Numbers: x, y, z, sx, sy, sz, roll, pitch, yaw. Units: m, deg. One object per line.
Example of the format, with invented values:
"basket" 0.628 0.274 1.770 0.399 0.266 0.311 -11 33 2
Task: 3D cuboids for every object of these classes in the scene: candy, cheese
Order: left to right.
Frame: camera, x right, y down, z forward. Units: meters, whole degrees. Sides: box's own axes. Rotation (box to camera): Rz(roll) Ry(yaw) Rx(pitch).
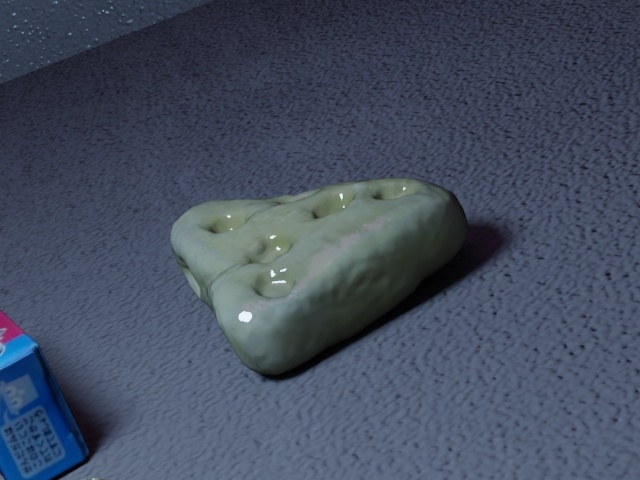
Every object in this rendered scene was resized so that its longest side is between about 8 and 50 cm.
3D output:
"candy" -0.388 0.163 1.679 0.100 0.157 0.306 -29 26 -19
"cheese" 0.000 0.000 1.755 0.328 0.129 0.351 -26 27 -9

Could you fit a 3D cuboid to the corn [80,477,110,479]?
"corn" -0.162 0.291 1.324 0.098 0.098 0.290 -32 24 -24
